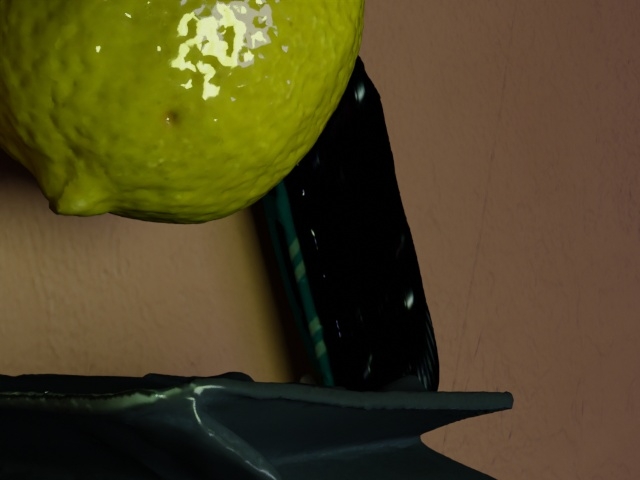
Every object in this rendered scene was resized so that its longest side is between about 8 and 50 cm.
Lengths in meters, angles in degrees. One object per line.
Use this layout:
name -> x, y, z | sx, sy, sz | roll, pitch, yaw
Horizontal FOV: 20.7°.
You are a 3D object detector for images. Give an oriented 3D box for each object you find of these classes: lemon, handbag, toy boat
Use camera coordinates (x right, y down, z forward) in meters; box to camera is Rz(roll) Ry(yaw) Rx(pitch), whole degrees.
lemon -> -0.095, -0.138, 1.067 | 0.267, 0.267, 0.267 | 3, 86, -52
handbag -> -0.085, 0.132, 1.015 | 0.329, 0.303, 0.122 | 4, 86, -53
toy boat -> 0.000, 0.000, 1.308 | 0.134, 0.092, 0.298 | -28, 108, -52
